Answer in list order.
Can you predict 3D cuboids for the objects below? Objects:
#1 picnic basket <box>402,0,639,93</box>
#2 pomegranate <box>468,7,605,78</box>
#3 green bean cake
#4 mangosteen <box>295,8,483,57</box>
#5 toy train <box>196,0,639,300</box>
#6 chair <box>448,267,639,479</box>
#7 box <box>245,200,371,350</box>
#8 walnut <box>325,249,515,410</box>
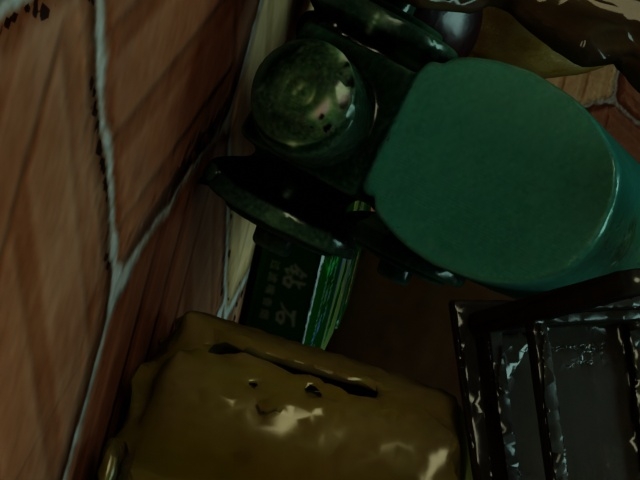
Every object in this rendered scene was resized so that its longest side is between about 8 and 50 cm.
[{"bbox_3d":[0.138,-0.167,0.537,0.321,0.291,0.254,-92,-165,-76],"label":"picnic basket"},{"bbox_3d":[0.107,-0.171,0.920,0.196,0.196,0.196,14,90,-85],"label":"pomegranate"},{"bbox_3d":[-0.017,0.151,0.615,0.224,0.131,0.230,54,50,-81],"label":"green bean cake"},{"bbox_3d":[0.029,-0.104,0.745,0.081,0.081,0.081,14,90,-85],"label":"mangosteen"},{"bbox_3d":[0.064,-0.016,0.634,0.101,0.159,0.248,-65,157,3],"label":"toy train"},{"bbox_3d":[0.080,0.062,0.568,0.212,0.101,0.084,-21,-107,61],"label":"chair"},{"bbox_3d":[0.000,0.000,0.913,0.235,0.034,0.132,-57,160,-76],"label":"box"},{"bbox_3d":[0.118,0.143,1.224,0.306,0.306,0.344,41,60,-84],"label":"walnut"}]
